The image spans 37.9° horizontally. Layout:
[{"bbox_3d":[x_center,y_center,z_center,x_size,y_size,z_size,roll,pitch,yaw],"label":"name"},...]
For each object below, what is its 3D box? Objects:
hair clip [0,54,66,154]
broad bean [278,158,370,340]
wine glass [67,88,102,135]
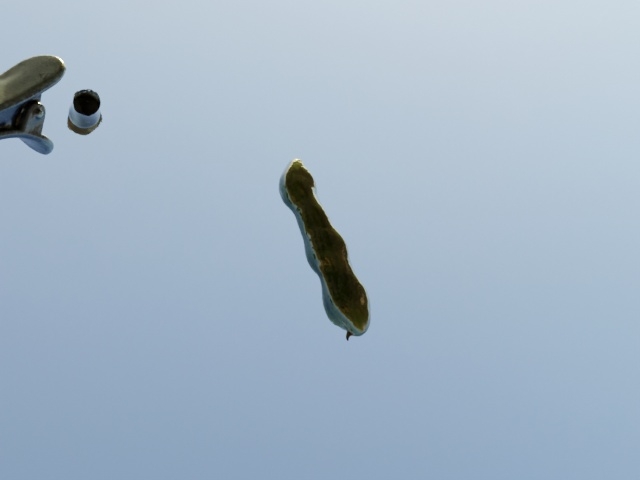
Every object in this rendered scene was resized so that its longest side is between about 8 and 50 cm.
[{"bbox_3d":[-0.291,-0.088,0.655,0.048,0.083,0.275,28,-157,22],"label":"hair clip"},{"bbox_3d":[0.000,0.000,1.072,0.052,0.053,0.256,-24,-122,1],"label":"broad bean"},{"bbox_3d":[-0.267,-0.149,1.066,0.042,0.083,0.039,-7,-98,-19],"label":"wine glass"}]
